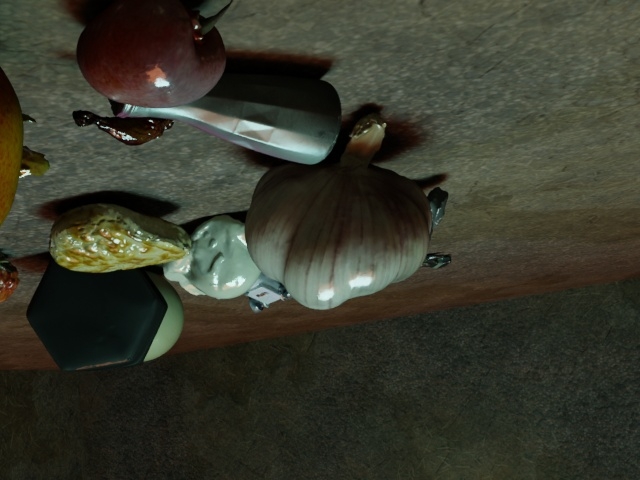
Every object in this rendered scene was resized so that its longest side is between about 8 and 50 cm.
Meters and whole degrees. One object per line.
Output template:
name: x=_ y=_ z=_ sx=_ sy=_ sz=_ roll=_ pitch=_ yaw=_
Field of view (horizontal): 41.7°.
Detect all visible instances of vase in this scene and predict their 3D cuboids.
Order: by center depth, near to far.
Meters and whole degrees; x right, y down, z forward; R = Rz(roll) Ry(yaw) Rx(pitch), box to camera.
vase: x=-0.089 y=-0.128 z=0.797 sx=0.214 sy=0.086 sz=0.086 roll=6 pitch=163 yaw=-33

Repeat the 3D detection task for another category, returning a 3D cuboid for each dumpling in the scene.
dumpling: x=-0.176 y=0.028 z=1.409 sx=0.151 sy=0.124 sz=0.229 roll=22 pitch=134 yaw=-28

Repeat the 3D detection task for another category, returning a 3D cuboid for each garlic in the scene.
garlic: x=0.032 y=-0.056 z=1.035 sx=0.245 sy=0.245 sz=0.253 roll=-3 pitch=131 yaw=-17

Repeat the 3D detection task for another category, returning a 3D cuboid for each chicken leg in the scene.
chicken leg: x=-0.181 y=-0.115 z=0.804 sx=0.037 sy=0.062 sz=0.145 roll=-55 pitch=180 yaw=19

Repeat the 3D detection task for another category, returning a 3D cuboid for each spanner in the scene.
spanner: x=0.153 y=0.064 z=2.000 sx=0.316 sy=0.024 sz=0.087 roll=-8 pitch=167 yaw=11

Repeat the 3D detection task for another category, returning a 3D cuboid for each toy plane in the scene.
toy plane: x=-0.123 y=0.082 z=1.726 sx=0.251 sy=0.101 sz=0.255 roll=-23 pitch=164 yaw=15

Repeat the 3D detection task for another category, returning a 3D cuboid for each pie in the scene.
pie: x=-0.297 y=-0.005 z=1.240 sx=0.179 sy=0.084 sz=0.205 roll=-15 pitch=164 yaw=29

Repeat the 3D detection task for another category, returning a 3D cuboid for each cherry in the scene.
cherry: x=-0.130 y=-0.145 z=0.658 sx=0.106 sy=0.087 sz=0.126 roll=9 pitch=158 yaw=-40

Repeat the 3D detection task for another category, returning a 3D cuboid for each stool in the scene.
stool: x=-0.393 y=0.125 z=1.500 sx=0.232 sy=0.232 sz=0.141 roll=-7 pitch=170 yaw=0

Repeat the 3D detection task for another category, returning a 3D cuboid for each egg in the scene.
egg: x=-0.373 y=0.150 z=1.692 sx=0.186 sy=0.186 sz=0.241 roll=-8 pitch=162 yaw=4

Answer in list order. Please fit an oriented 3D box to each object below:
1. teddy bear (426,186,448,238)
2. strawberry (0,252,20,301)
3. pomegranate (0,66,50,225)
teddy bear: x=0.089 y=-0.004 z=1.347 sx=0.171 sy=0.144 sz=0.251 roll=10 pitch=162 yaw=-12
strawberry: x=-0.623 y=0.085 z=1.429 sx=0.236 sy=0.106 sz=0.175 roll=-16 pitch=165 yaw=38
pomegranate: x=-0.320 y=-0.071 z=0.627 sx=0.221 sy=0.221 sz=0.257 roll=-14 pitch=174 yaw=30
